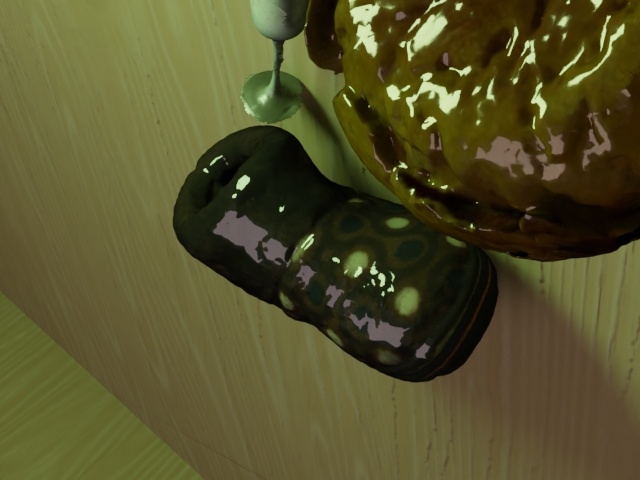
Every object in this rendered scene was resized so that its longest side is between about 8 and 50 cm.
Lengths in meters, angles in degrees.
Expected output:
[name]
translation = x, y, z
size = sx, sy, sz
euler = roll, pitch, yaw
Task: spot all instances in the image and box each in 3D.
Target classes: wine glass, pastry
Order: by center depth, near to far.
[pastry]
translation = 0.141, -0.163, 0.834
size = 0.164, 0.356, 0.356
euler = 20, -177, -43
[wine glass]
translation = -0.041, -0.215, 1.426
size = 0.074, 0.074, 0.262
euler = 42, 155, 18

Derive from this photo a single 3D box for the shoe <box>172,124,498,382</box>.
[shoe]
translation = 0.000, 0.000, 1.484
size = 0.237, 0.171, 0.384
euler = 36, 176, -32
